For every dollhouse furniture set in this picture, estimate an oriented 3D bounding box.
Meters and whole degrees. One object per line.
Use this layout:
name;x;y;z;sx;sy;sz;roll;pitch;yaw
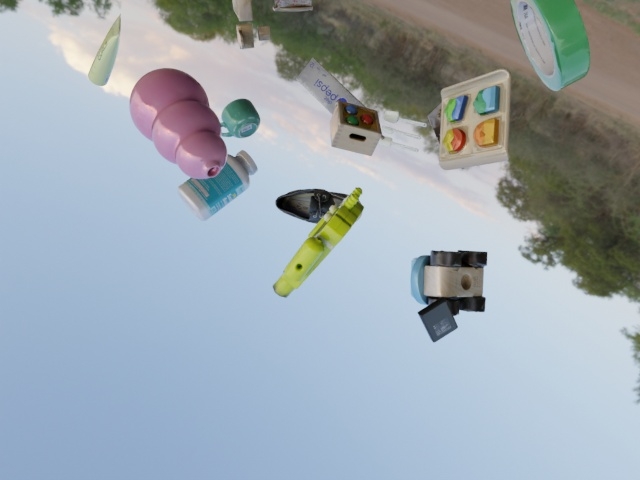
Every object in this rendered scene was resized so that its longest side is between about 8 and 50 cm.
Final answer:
dollhouse furniture set;-0.110;-0.804;1.463;0.355;0.303;0.174;-9;-141;-11

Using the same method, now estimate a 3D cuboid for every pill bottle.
pill bottle;-0.344;-0.197;1.501;0.146;0.264;0.146;45;165;16

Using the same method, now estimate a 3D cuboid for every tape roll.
tape roll;0.642;-0.588;1.238;0.321;0.077;0.321;52;-157;-32

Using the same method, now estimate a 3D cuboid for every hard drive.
hard drive;0.363;0.245;1.348;0.135;0.094;0.022;59;179;-32

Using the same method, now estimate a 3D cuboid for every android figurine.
android figurine;0.000;0.000;0.935;0.056;0.273;0.248;39;-156;-2

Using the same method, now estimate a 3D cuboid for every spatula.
spatula;0.382;-0.515;2.080;0.242;0.168;0.019;27;-166;38

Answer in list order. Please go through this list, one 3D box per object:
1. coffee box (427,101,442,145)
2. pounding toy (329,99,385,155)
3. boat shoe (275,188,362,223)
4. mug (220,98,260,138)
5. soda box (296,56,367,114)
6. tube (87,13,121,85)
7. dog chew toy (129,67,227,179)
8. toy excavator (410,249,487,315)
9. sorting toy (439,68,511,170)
coffee box;0.512;-0.417;1.594;0.119;0.168;0.297;34;-147;-23
pounding toy;0.127;-0.357;1.316;0.181;0.094;0.206;11;-134;-13
boat shoe;-0.019;-0.121;1.539;0.340;0.127;0.113;16;-172;35
mug;-0.296;-0.433;1.624;0.129;0.158;0.097;-5;-122;-53
soda box;0.052;-0.502;1.539;0.286;0.098;0.091;46;-162;11
tube;-0.655;-0.579;1.349;0.070;0.240;0.062;52;-138;-4
dog chew toy;-0.355;-0.291;1.139;0.206;0.207;0.332;-5;-128;-51
toy excavator;0.456;0.144;1.728;0.432;0.223;0.445;2;180;-33
sorting toy;0.362;-0.284;1.054;0.038;0.208;0.193;-1;-179;-35
